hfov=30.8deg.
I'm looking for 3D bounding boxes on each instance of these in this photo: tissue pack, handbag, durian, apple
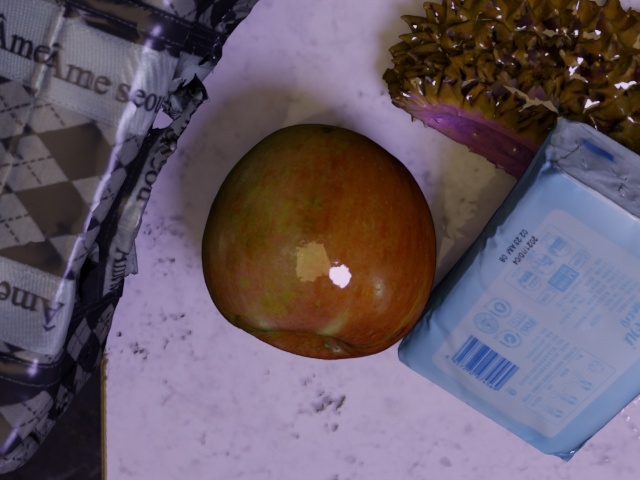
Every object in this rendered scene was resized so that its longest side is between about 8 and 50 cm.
[{"bbox_3d":[0.194,0.045,0.914,0.177,0.089,0.263,32,135,1],"label":"tissue pack"},{"bbox_3d":[-0.184,-0.061,0.901,0.180,0.317,0.416,22,97,5],"label":"handbag"},{"bbox_3d":[0.219,-0.109,0.927,0.341,0.112,0.191,34,104,3],"label":"durian"},{"bbox_3d":[0.000,0.000,0.939,0.195,0.196,0.196,1,100,8],"label":"apple"}]
